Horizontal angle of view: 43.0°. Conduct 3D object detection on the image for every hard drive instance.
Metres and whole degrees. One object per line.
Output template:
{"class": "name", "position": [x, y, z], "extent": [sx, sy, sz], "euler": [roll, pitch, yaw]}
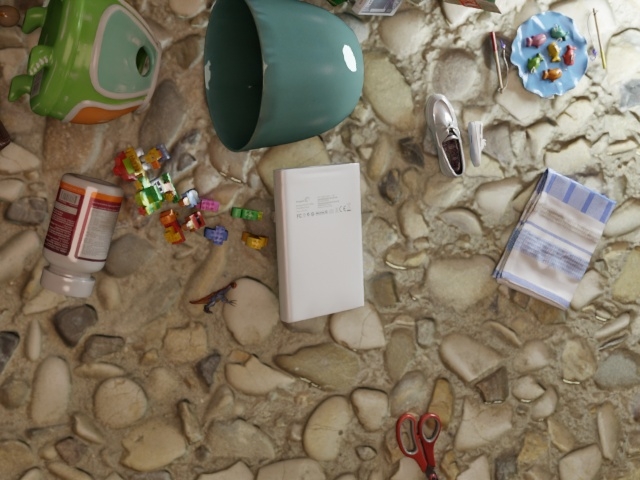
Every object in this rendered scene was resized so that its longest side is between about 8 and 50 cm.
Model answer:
{"class": "hard drive", "position": [0.000, 0.000, 1.677], "extent": [0.203, 0.040, 0.308], "euler": [-9, 102, -36]}

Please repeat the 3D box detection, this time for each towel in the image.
{"class": "towel", "position": [0.533, 0.001, 1.838], "extent": [0.209, 0.034, 0.285], "euler": [24, 92, -16]}

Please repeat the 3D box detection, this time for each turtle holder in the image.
{"class": "turtle holder", "position": [-0.419, -0.362, 1.491], "extent": [0.227, 0.243, 0.320], "euler": [14, 55, -29]}

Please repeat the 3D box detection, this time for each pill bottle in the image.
{"class": "pill bottle", "position": [-0.464, -0.010, 1.567], "extent": [0.121, 0.121, 0.221], "euler": [15, 95, -14]}

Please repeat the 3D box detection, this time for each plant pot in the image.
{"class": "plant pot", "position": [-0.062, -0.320, 1.537], "extent": [0.235, 0.293, 0.293], "euler": [-7, 100, -28]}

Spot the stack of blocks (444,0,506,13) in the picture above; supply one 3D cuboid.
{"class": "stack of blocks", "position": [0.363, -0.619, 1.635], "extent": [0.171, 0.087, 0.297], "euler": [19, 96, 22]}

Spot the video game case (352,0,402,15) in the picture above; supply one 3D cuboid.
{"class": "video game case", "position": [0.150, -0.512, 1.572], "extent": [0.022, 0.190, 0.173], "euler": [42, 117, 11]}

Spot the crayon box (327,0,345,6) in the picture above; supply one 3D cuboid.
{"class": "crayon box", "position": [0.112, -0.590, 1.584], "extent": [0.081, 0.165, 0.278], "euler": [44, 87, -15]}

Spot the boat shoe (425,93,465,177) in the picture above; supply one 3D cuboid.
{"class": "boat shoe", "position": [0.269, -0.221, 1.729], "extent": [0.066, 0.063, 0.184], "euler": [-11, 101, -11]}

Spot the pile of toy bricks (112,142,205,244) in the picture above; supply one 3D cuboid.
{"class": "pile of toy bricks", "position": [-0.321, -0.083, 1.575], "extent": [0.105, 0.118, 0.212], "euler": [-39, 110, -51]}

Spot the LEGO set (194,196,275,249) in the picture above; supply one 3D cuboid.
{"class": "LEGO set", "position": [-0.155, -0.026, 1.648], "extent": [0.227, 0.093, 0.087], "euler": [9, 97, -14]}

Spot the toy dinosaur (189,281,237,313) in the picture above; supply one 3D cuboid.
{"class": "toy dinosaur", "position": [-0.213, 0.114, 1.686], "extent": [0.090, 0.047, 0.082], "euler": [30, 73, -5]}

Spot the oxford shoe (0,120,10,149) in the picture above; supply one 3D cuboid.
{"class": "oxford shoe", "position": [-0.698, -0.310, 1.488], "extent": [0.130, 0.132, 0.364], "euler": [-24, 93, 37]}

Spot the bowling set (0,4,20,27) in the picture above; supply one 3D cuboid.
{"class": "bowling set", "position": [-0.584, -0.416, 1.413], "extent": [0.154, 0.287, 0.200], "euler": [20, 108, 0]}

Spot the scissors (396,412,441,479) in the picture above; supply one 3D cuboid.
{"class": "scissors", "position": [0.241, 0.530, 1.863], "extent": [0.109, 0.021, 0.297], "euler": [-12, 102, -13]}

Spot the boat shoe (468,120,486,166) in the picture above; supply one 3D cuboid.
{"class": "boat shoe", "position": [0.344, -0.210, 1.763], "extent": [0.035, 0.035, 0.100], "euler": [-7, 93, -9]}

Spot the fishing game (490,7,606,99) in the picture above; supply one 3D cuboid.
{"class": "fishing game", "position": [0.502, -0.404, 1.766], "extent": [0.264, 0.041, 0.189], "euler": [-11, 98, -11]}
